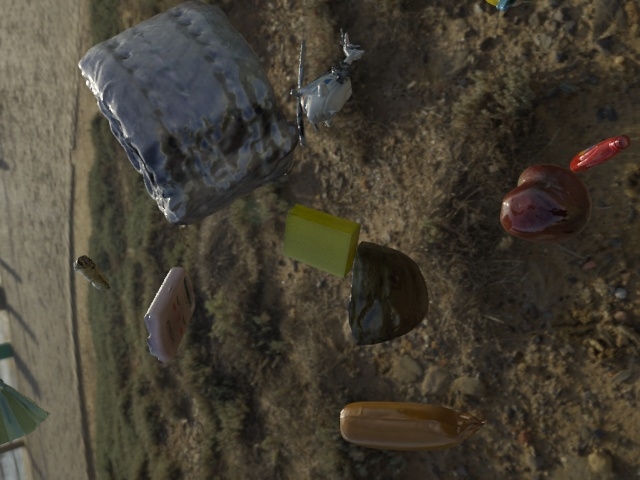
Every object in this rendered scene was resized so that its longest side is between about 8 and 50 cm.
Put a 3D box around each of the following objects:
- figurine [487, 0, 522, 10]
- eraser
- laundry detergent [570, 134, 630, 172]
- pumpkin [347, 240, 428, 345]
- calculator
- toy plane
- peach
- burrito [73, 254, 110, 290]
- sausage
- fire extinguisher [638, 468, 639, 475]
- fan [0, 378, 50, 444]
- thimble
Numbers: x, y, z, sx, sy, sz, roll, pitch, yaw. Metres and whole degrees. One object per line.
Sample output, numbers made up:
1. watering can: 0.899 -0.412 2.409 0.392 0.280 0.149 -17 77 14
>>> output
1. figurine: 0.484 -0.624 1.342 0.185 0.234 0.127 -13 99 8
2. eraser: 0.000 0.000 0.975 0.122 0.045 0.097 19 131 15
3. laundry detergent: 0.646 -0.202 1.296 0.049 0.097 0.165 57 174 5
4. pumpkin: 0.158 0.078 1.229 0.148 0.312 0.169 -1 118 15
5. calculator: -0.249 0.120 0.944 0.175 0.032 0.100 -79 -13 -55
6. toy plane: 0.031 -0.296 1.073 0.107 0.273 0.181 9 118 25
7. peach: 0.415 -0.065 1.023 0.152 0.152 0.152 16 110 49
8. burrito: -0.527 0.080 1.310 0.045 0.041 0.185 50 163 16
9. sausage: 0.200 0.405 1.228 0.328 0.112 0.112 -6 94 24
10. fire extinguisher: 0.783 0.486 1.229 0.075 0.252 0.106 68 159 3
11. fan: -0.578 0.279 0.938 0.009 0.240 0.131 -12 55 53
12. thimble: -0.144 -0.131 0.620 0.245 0.157 0.217 41 159 50
